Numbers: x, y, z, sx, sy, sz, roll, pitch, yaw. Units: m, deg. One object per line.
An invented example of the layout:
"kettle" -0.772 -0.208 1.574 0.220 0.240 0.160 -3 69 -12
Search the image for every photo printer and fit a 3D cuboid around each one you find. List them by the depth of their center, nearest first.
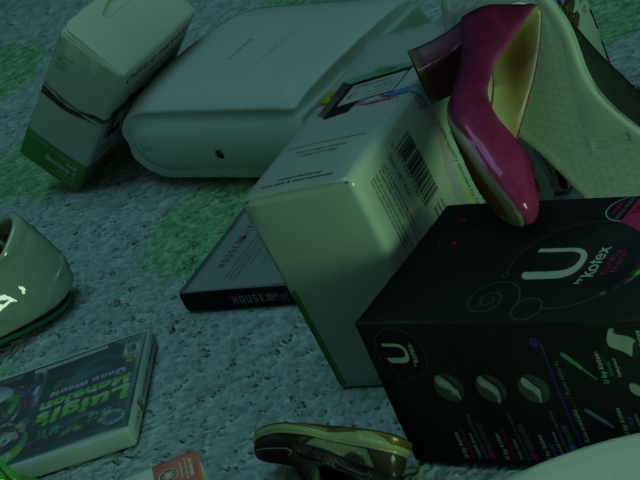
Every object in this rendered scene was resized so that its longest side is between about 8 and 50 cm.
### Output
"photo printer" -0.058 -0.171 2.101 0.307 0.107 0.256 2 37 43

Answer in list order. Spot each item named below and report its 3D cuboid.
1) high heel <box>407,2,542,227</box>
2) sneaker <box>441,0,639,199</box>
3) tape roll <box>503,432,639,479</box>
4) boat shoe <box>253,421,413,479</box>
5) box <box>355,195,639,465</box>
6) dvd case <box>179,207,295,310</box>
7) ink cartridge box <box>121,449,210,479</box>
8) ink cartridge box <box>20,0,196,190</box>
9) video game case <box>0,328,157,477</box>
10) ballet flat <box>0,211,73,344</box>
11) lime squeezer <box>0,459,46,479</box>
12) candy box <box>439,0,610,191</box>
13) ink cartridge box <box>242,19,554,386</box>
"high heel" 0.156 -0.105 1.482 0.117 0.082 0.244 -25 35 2
"sneaker" 0.222 -0.125 1.632 0.104 0.296 0.147 -45 -14 21
"tape roll" 0.208 0.241 1.111 0.392 0.072 0.392 -15 23 7
"boat shoe" 0.003 0.173 1.475 0.152 0.056 0.049 -5 64 44
"box" 0.191 0.067 1.409 0.270 0.143 0.165 -3 33 38
"dvd case" 0.000 0.000 1.825 0.239 0.029 0.179 -6 32 34
"ink cartridge box" -0.169 0.252 1.459 0.198 0.067 0.115 -23 26 0
"ink cartridge box" -0.246 -0.187 2.174 0.160 0.092 0.219 -50 -6 -40
"video game case" -0.249 0.161 1.746 0.190 0.022 0.173 -19 27 12
"ballet flat" -0.441 0.100 1.902 0.400 0.139 0.139 -33 27 -16
"lime squeezer" -0.316 0.220 1.625 0.310 0.059 0.110 -8 9 6
"candy box" 0.203 -0.167 1.772 0.070 0.196 0.165 -4 33 34
"ink cartridge box" 0.076 -0.038 1.633 0.117 0.201 0.278 -10 29 35
